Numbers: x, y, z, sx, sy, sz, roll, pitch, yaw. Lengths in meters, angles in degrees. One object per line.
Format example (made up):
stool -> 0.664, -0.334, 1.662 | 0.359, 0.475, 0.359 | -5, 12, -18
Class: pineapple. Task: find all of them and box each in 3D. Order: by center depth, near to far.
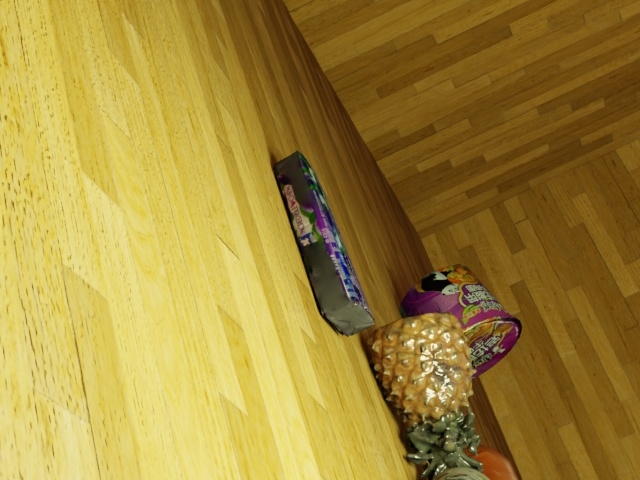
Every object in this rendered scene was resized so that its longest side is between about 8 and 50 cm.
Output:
pineapple -> 0.189, 0.285, 1.724 | 0.169, 0.169, 0.340 | 40, 33, -71

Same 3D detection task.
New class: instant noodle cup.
instant noodle cup -> 0.310, 0.189, 2.491 | 0.190, 0.251, 0.251 | 59, 4, 33

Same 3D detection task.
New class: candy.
candy -> 0.000, 0.000, 1.646 | 0.088, 0.061, 0.312 | 52, 14, -53

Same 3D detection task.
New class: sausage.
sausage -> 0.316, 0.478, 1.985 | 0.133, 0.133, 0.258 | 61, 7, -25

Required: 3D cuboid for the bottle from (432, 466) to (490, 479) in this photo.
bottle -> 0.191, 0.391, 1.495 | 0.120, 0.120, 0.253 | 66, 7, 7
